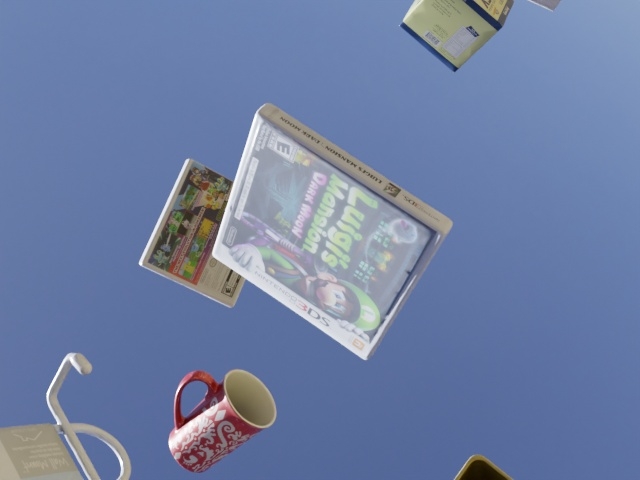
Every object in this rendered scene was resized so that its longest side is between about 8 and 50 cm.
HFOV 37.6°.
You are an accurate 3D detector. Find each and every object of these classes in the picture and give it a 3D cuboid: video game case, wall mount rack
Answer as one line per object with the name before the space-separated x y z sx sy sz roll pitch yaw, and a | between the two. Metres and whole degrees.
video game case | 0.000 0.000 0.780 0.173 0.190 0.022 33 -131 8
wall mount rack | -0.311 0.258 1.053 0.350 0.130 0.304 5 -145 -51
video game case | -0.190 -0.011 1.622 0.183 0.023 0.201 28 -102 -25

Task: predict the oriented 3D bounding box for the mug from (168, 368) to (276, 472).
mug | -0.182 0.298 1.600 0.150 0.169 0.113 52 -154 12

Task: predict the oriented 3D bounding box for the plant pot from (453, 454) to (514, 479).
plant pot | 0.222 0.426 1.222 0.212 0.212 0.187 37 173 14

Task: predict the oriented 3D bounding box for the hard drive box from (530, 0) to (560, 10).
hard drive box | 0.167 -0.324 0.732 0.181 0.232 0.089 20 -134 -12

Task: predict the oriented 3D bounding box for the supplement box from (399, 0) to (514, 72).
supplement box | 0.147 -0.245 1.016 0.083 0.083 0.056 38 -134 -10
